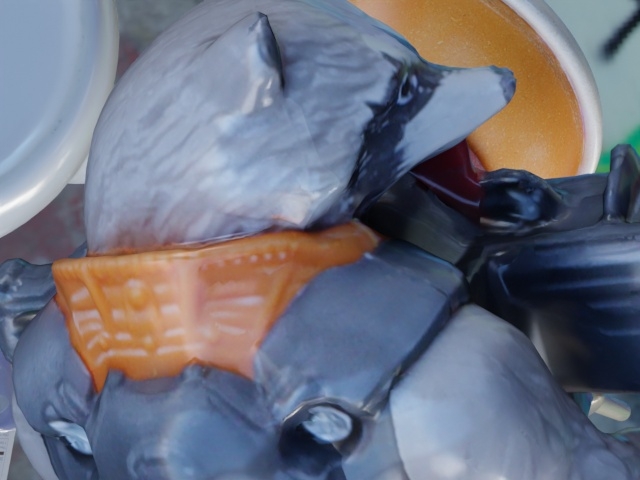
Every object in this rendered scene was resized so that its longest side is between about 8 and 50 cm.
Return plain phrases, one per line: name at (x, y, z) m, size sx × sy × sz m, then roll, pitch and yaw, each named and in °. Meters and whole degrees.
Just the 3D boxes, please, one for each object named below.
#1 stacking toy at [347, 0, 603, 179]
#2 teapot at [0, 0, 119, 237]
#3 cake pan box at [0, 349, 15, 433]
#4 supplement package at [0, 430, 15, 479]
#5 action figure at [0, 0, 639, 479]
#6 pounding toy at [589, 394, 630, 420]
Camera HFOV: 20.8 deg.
stacking toy at (0.000, 0.000, 1.439) m, size 0.350 × 0.351 × 0.480 m, roll 54°, pitch 49°, yaw -28°
teapot at (-0.236, -0.103, 0.952) m, size 0.253 × 0.187 × 0.256 m, roll -23°, pitch 91°, yaw -12°
cake pan box at (-0.383, 0.128, 1.194) m, size 0.267 × 0.246 × 0.070 m, roll -9°, pitch 88°, yaw -45°
supplement package at (-0.461, 0.268, 1.891) m, size 0.175 × 0.177 × 0.293 m, roll 7°, pitch 97°, yaw -45°
action figure at (0.053, 0.083, 0.421) m, size 0.330 × 0.341 × 0.178 m, roll 66°, pitch 31°, yaw -15°
pounding toy at (0.196, 0.031, 1.036) m, size 0.206 × 0.181 × 0.094 m, roll -22°, pitch 70°, yaw -29°
